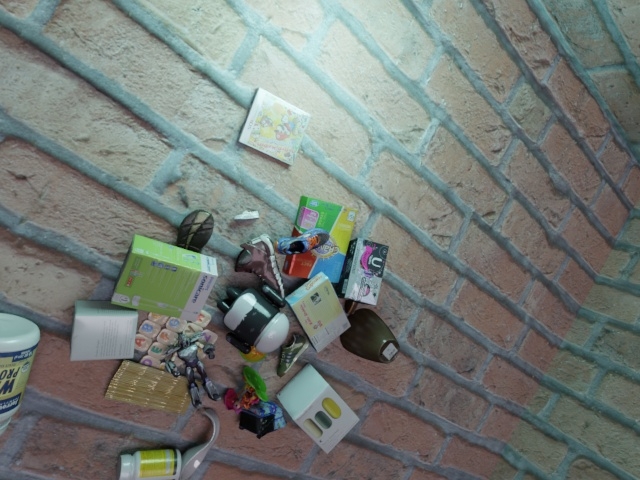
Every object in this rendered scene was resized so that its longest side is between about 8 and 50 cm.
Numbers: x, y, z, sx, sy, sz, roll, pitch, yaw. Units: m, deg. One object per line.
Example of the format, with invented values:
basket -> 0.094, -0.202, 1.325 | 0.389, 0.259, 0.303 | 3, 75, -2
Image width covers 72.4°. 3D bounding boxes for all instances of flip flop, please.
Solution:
flip flop -> -0.450, 0.013, 1.537 | 0.112, 0.080, 0.277 | 12, 112, -18

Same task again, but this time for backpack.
backpack -> -0.224, 0.711, 1.776 | 0.173, 0.158, 0.117 | 5, 85, -44

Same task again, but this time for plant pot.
plant pot -> 0.234, 0.435, 1.904 | 0.215, 0.230, 0.216 | -7, 105, -27

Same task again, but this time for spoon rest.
spoon rest -> -0.465, 0.800, 1.693 | 0.277, 0.084, 0.137 | -67, 159, -1

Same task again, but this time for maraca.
maraca -> -0.264, 0.381, 1.710 | 0.127, 0.099, 0.186 | -5, 80, -29

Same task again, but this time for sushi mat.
sushi mat -> -0.603, 0.540, 1.593 | 0.316, 0.019, 0.152 | 29, 93, -32

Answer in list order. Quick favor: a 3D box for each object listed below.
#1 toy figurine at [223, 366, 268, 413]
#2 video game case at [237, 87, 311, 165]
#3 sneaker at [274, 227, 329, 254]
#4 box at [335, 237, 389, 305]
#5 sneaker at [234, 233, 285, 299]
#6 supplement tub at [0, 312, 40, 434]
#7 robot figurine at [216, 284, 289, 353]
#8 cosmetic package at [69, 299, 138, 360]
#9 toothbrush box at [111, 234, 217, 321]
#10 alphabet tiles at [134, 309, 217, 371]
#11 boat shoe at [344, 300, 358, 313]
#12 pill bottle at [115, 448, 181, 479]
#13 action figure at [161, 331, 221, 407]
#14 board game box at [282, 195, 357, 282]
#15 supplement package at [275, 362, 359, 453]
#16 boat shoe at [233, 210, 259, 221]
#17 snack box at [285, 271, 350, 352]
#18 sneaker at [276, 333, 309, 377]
toy figurine -> -0.303, 0.614, 1.718 | 0.159, 0.173, 0.130 | -44, 136, 2
video game case -> -0.166, -0.415, 1.611 | 0.226, 0.026, 0.207 | 20, 92, -30
sneaker -> -0.059, 0.015, 1.658 | 0.221, 0.087, 0.083 | -20, 111, -22
box -> 0.170, 0.130, 1.792 | 0.141, 0.163, 0.248 | 14, 82, -11
sneaker -> -0.240, 0.125, 1.670 | 0.162, 0.106, 0.282 | -17, 103, -14
supplement tub -> -0.972, 0.390, 1.258 | 0.228, 0.228, 0.317 | 15, 94, -30
robot figurine -> -0.245, 0.288, 1.616 | 0.278, 0.209, 0.173 | 37, 39, 7
cosmetic package -> -0.703, 0.288, 1.420 | 0.183, 0.151, 0.152 | 7, 98, -29
toothbrush box -> -0.516, 0.131, 1.462 | 0.283, 0.122, 0.206 | 20, 111, -25
alphabet tiles -> -0.531, 0.366, 1.605 | 0.278, 0.021, 0.284 | 36, 85, -29
boat shoe -> 0.166, 0.225, 1.908 | 0.073, 0.073, 0.207 | 16, 94, -24
pill bottle -> -0.630, 0.836, 1.607 | 0.208, 0.119, 0.119 | 12, 96, -30
action figure -> -0.459, 0.459, 1.593 | 0.185, 0.099, 0.285 | -21, 104, -19
board game box -> 0.000, 0.000, 1.774 | 0.242, 0.064, 0.317 | 11, 96, -29
supplement package -> -0.013, 0.708, 1.856 | 0.199, 0.198, 0.263 | -42, 117, -13
boat shoe -> -0.278, -0.094, 1.627 | 0.100, 0.035, 0.035 | -8, 78, -22
snack box -> -0.004, 0.300, 1.804 | 0.187, 0.060, 0.322 | -36, 129, -15
sneaker -> -0.136, 0.470, 1.821 | 0.086, 0.064, 0.192 | 41, 89, -11
